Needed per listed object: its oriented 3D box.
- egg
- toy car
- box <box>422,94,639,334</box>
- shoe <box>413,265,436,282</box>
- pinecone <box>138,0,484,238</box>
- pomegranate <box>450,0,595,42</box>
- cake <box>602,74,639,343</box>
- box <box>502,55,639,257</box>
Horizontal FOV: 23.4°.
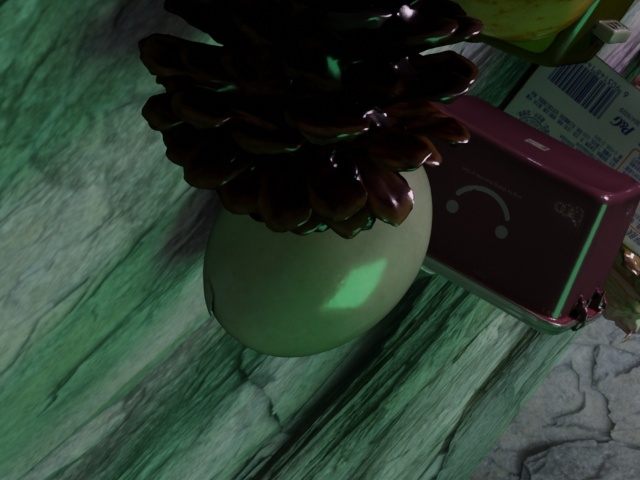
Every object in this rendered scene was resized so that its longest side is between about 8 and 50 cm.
[{"bbox_3d":[0.000,0.000,1.450,0.253,0.186,0.186,-40,161,-19],"label":"egg"},{"bbox_3d":[0.197,-0.239,1.400,0.204,0.198,0.248,-57,161,25],"label":"toy car"},{"bbox_3d":[0.208,-0.039,1.737,0.193,0.294,0.168,-12,130,-63],"label":"box"},{"bbox_3d":[0.114,0.023,1.966,0.079,0.078,0.195,-34,154,-41],"label":"shoe"},{"bbox_3d":[-0.004,-0.153,1.055,0.246,0.246,0.292,-30,139,-46],"label":"pinecone"},{"bbox_3d":[0.156,-0.273,1.173,0.248,0.248,0.248,-43,162,-18],"label":"pomegranate"},{"bbox_3d":[0.480,-0.077,2.261,0.314,0.293,0.307,-35,161,-7],"label":"cake"},{"bbox_3d":[0.363,-0.118,1.956,0.168,0.265,0.097,-53,165,13],"label":"box"}]
